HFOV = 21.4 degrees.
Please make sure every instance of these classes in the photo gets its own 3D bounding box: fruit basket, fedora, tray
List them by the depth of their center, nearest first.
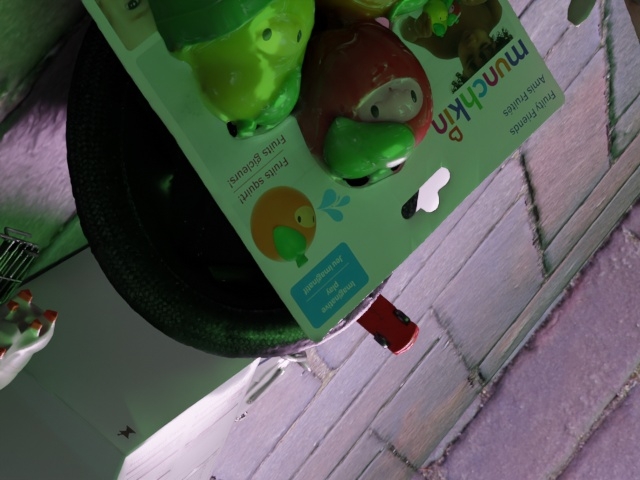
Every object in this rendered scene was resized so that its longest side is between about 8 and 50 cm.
[{"bbox_3d":[0.015,-0.158,1.274,0.327,0.353,0.165,-42,-165,-27],"label":"fruit basket"},{"bbox_3d":[-0.078,-0.067,1.397,0.334,0.334,0.152,-45,-169,-21],"label":"fedora"},{"bbox_3d":[0.106,-0.044,2.251,0.270,0.030,0.145,-25,148,-55],"label":"tray"}]

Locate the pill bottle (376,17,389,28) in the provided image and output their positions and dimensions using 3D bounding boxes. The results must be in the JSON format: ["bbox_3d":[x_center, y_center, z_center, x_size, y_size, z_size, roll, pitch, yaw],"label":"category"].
[{"bbox_3d":[0.026,-0.156,1.689,0.112,0.112,0.187,-41,159,-32],"label":"pill bottle"}]

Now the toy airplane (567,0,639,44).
[{"bbox_3d":[0.262,-0.320,1.506,0.384,0.386,0.272,-37,151,-37],"label":"toy airplane"}]

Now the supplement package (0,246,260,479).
[{"bbox_3d":[-0.219,0.179,1.581,0.198,0.199,0.263,-34,155,-46],"label":"supplement package"}]

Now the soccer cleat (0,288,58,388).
[{"bbox_3d":[-0.269,0.094,1.291,0.076,0.068,0.196,-55,169,22],"label":"soccer cleat"}]

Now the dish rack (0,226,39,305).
[{"bbox_3d":[-0.326,0.048,1.278,0.208,0.074,0.271,-51,165,3],"label":"dish rack"}]

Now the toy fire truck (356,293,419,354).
[{"bbox_3d":[0.038,0.066,2.003,0.047,0.192,0.135,-50,169,-1],"label":"toy fire truck"}]

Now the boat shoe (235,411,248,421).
[{"bbox_3d":[-0.112,0.220,2.211,0.100,0.035,0.035,-53,163,1],"label":"boat shoe"}]

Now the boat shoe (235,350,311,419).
[{"bbox_3d":[-0.073,0.113,1.836,0.156,0.136,0.367,2,134,-48],"label":"boat shoe"}]
